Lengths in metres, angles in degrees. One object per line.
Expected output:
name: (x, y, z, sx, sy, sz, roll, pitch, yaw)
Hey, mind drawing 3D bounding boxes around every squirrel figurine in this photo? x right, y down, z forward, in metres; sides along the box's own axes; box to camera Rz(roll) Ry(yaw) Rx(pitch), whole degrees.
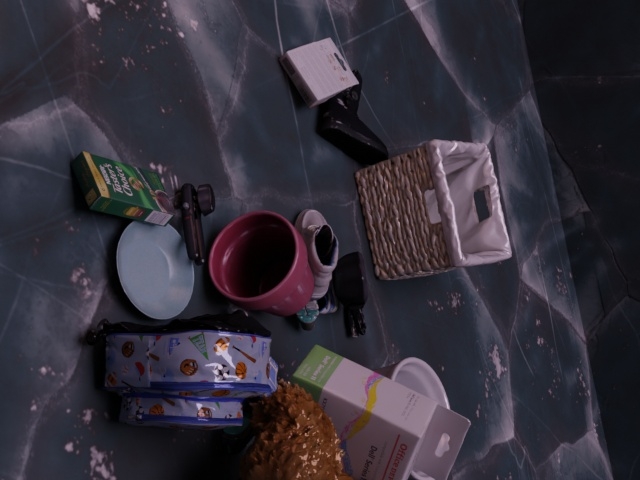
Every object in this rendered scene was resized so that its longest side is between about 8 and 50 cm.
squirrel figurine: (-0.030, 0.470, 1.690, 0.370, 0.281, 0.397, -14, 113, -63)

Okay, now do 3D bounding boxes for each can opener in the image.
can opener: (-0.248, -0.036, 1.781, 0.059, 0.073, 0.186, 42, 34, -45)

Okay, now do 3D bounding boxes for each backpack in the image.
backpack: (-0.219, 0.223, 1.571, 0.276, 0.263, 0.213, 6, 73, -55)

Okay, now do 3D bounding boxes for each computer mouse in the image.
computer mouse: (0.066, 0.111, 2.121, 0.272, 0.072, 0.189, 88, -4, -72)

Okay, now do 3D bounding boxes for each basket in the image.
basket: (0.305, -0.075, 2.425, 0.331, 0.266, 0.328, -4, 81, -54)

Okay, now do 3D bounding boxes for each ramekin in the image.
ramekin: (0.176, 0.413, 2.071, 0.277, 0.135, 0.277, 28, 54, -48)

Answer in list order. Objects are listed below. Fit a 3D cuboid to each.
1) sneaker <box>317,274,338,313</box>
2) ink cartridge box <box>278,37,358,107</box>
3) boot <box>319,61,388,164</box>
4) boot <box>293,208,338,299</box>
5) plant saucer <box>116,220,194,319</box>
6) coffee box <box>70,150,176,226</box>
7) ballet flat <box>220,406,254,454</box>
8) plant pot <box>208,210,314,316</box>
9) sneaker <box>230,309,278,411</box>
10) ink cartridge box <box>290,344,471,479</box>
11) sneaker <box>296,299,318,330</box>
sneaker: (-0.002, 0.103, 2.111, 0.059, 0.053, 0.144, -19, 92, -54)
ink cartridge box: (-0.003, -0.420, 2.268, 0.179, 0.045, 0.145, -30, 87, -48)
boot: (0.095, -0.331, 2.375, 0.246, 0.094, 0.207, 27, 60, -40)
boot: (0.000, 0.000, 2.041, 0.095, 0.123, 0.258, 11, 46, -17)
plant saucer: (-0.316, 0.054, 1.698, 0.195, 0.037, 0.195, 25, 58, -49)
coffee box: (-0.355, -0.092, 1.657, 0.184, 0.040, 0.113, 16, 38, -51)
ballet flat: (-0.141, 0.359, 1.812, 0.074, 0.074, 0.203, 67, 29, -12)
plant pot: (-0.103, 0.065, 1.875, 0.180, 0.201, 0.201, 49, 40, -56)
sneaker: (-0.138, 0.240, 1.822, 0.081, 0.080, 0.211, 6, 62, -48)
ink cartridge box: (0.102, 0.386, 1.847, 0.119, 0.353, 0.207, -48, 157, -53)
sneaker: (-0.035, 0.132, 2.058, 0.076, 0.065, 0.167, 86, 3, -50)
